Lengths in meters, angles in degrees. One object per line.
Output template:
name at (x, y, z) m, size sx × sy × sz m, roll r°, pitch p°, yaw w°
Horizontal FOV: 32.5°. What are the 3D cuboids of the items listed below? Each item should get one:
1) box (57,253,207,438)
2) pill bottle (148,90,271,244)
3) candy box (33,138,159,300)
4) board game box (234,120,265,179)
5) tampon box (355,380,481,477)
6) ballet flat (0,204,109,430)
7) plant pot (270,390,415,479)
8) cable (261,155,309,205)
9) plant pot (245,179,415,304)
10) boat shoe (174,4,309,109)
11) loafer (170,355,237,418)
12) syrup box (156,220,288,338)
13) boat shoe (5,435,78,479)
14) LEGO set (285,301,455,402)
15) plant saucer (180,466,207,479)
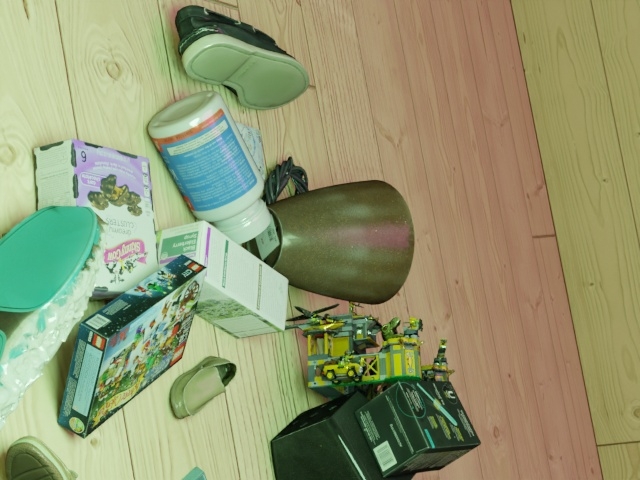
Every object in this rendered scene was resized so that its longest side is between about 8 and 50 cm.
box at (-0.239, 0.132, 1.415) m, size 0.233 × 0.044 × 0.159 m, roll -40°, pitch 152°, yaw -57°
pill bottle at (-0.161, -0.106, 1.675) m, size 0.221 × 0.124 × 0.124 m, roll 64°, pitch 30°, yaw -24°
candy box at (-0.292, -0.021, 1.450) m, size 0.165 × 0.070 × 0.196 m, roll 11°, pitch 70°, yaw -62°
board game box at (-0.129, -0.152, 1.866) m, size 0.090 × 0.020 × 0.090 m, roll 14°, pitch 67°, yaw -61°
tampon box at (0.158, 0.302, 1.772) m, size 0.161 × 0.101 × 0.120 m, roll 10°, pitch 49°, yaw -51°
ballet flat at (-0.364, 0.123, 1.233) m, size 0.147 × 0.147 × 0.409 m, roll 61°, pitch 35°, yaw -29°
plant pot at (0.027, 0.358, 1.801) m, size 0.167 × 0.188 × 0.187 m, roll 62°, pitch 29°, yaw -2°
cable at (-0.060, -0.059, 1.943) m, size 0.150 × 0.047 × 0.184 m, roll 9°, pitch 76°, yaw -56°
plant pot at (0.000, 0.000, 1.820) m, size 0.230 × 0.215 × 0.215 m, roll 2°, pitch 76°, yaw -37°
boat shoe at (-0.134, -0.307, 1.820) m, size 0.340 × 0.127 × 0.113 m, roll 6°, pitch 52°, yaw -59°
loafer at (-0.170, 0.210, 1.609) m, size 0.056 × 0.050 × 0.148 m, roll 68°, pitch 29°, yaw -17°
syrup box at (-0.150, 0.063, 1.660) m, size 0.237 × 0.093 × 0.096 m, roll 39°, pitch 46°, yaw -50°
boat shoe at (-0.315, 0.297, 1.302) m, size 0.072 × 0.068 × 0.190 m, roll -80°, pitch 157°, yaw -58°
LEGO set at (0.097, 0.178, 1.920) m, size 0.331 × 0.255 × 0.192 m, roll 32°, pitch 51°, yaw -58°
plant saucer at (-0.159, 0.426, 1.580) m, size 0.067 × 0.018 × 0.192 m, roll -35°, pitch 110°, yaw -61°
